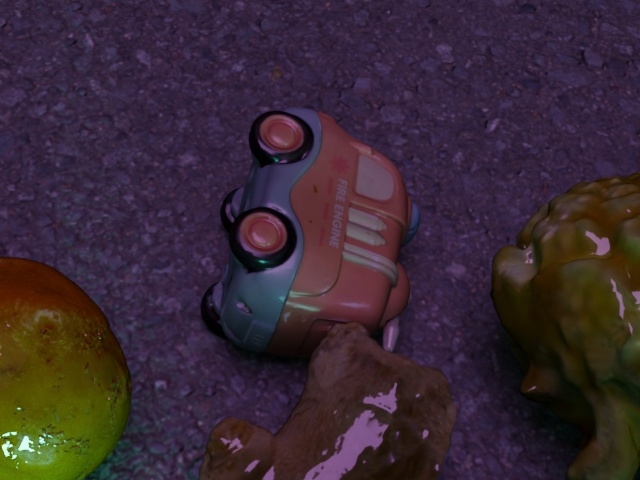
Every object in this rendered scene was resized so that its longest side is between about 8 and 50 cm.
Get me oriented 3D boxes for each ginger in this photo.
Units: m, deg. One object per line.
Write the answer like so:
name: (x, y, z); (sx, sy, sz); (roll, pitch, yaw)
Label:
ginger: (0.002, 0.207, 1.132); (0.221, 0.130, 0.275); (16, 75, -3)

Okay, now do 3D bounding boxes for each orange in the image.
orange: (-0.299, 0.133, 1.117); (0.240, 0.240, 0.240); (3, 57, -4)

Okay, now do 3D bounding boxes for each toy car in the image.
toy car: (0.000, 0.000, 1.276); (0.212, 0.180, 0.270); (14, 57, -9)

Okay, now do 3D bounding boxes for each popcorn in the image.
popcorn: (0.328, 0.087, 1.194); (0.274, 0.279, 0.335); (-11, 44, -35)
